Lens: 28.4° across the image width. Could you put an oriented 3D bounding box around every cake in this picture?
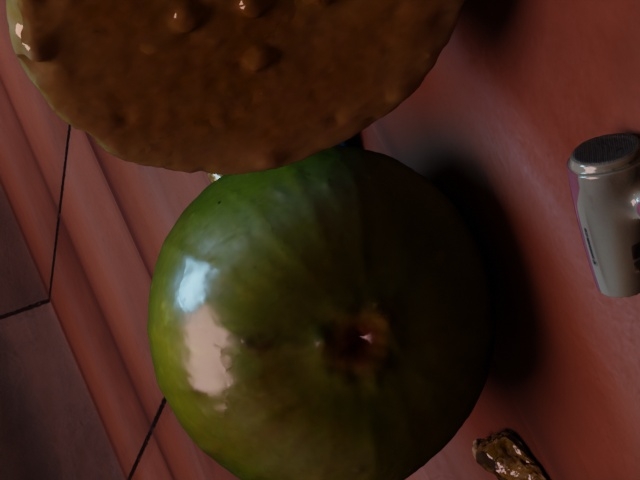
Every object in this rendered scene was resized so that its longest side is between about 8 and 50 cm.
[{"bbox_3d":[-0.080,-0.258,0.905,0.332,0.332,0.321,94,164,-46],"label":"cake"}]

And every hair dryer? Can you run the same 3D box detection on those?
[{"bbox_3d":[0.224,-0.004,0.803,0.154,0.054,0.106,22,134,57],"label":"hair dryer"}]

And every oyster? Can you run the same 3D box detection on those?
[{"bbox_3d":[0.166,0.200,1.139,0.051,0.034,0.093,64,155,-6],"label":"oyster"}]

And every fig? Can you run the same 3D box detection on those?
[{"bbox_3d":[-0.005,0.061,1.092,0.316,0.316,0.316,50,151,41],"label":"fig"}]

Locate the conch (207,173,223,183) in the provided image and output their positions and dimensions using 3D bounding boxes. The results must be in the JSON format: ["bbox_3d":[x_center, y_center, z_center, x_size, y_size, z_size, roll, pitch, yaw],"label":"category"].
[{"bbox_3d":[-0.051,0.059,1.415,0.330,0.093,0.109,53,164,14],"label":"conch"}]

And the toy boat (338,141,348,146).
[{"bbox_3d":[0.000,0.000,1.281,0.062,0.096,0.299,-126,21,-60],"label":"toy boat"}]
